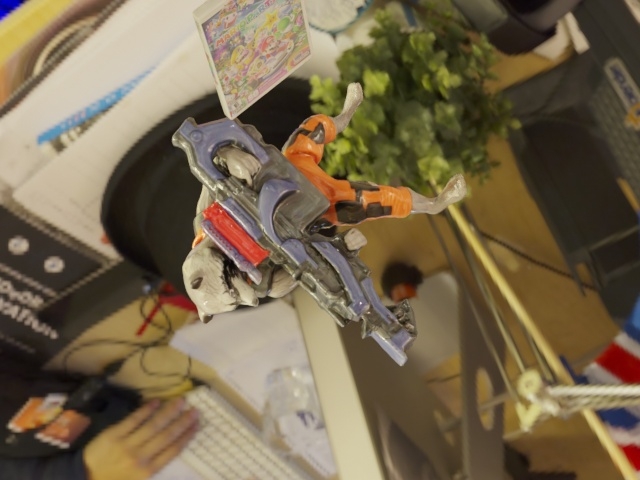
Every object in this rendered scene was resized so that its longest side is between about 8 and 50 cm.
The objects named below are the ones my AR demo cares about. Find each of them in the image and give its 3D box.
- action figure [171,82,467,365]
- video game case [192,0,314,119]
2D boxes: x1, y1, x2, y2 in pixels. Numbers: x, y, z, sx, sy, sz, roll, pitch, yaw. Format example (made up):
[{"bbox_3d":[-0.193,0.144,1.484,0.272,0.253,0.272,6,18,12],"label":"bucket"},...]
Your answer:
[{"bbox_3d":[0.000,0.000,1.208,0.330,0.341,0.178,-30,164,-27],"label":"action figure"},{"bbox_3d":[-0.046,-0.150,0.806,0.087,0.011,0.122,-40,155,-14],"label":"video game case"}]
